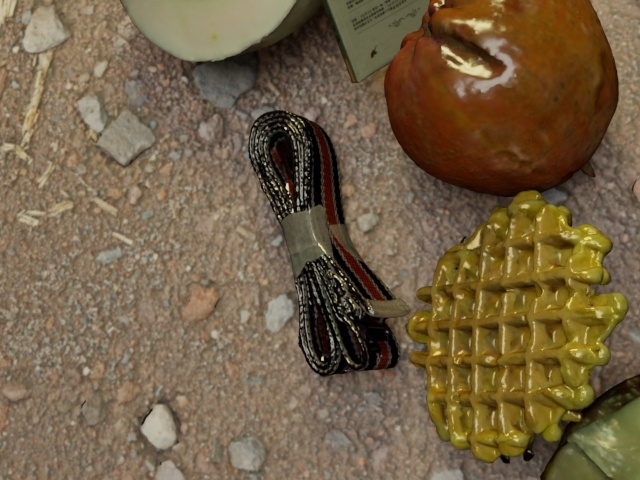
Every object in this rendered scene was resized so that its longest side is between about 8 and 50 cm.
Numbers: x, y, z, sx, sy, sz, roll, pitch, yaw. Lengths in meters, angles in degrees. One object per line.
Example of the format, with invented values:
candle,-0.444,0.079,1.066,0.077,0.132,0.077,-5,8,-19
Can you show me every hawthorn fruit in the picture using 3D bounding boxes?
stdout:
hawthorn fruit,0.229,-0.168,1.166,0.298,0.277,0.277,39,91,-16

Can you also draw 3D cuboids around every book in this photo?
book,0.075,-0.354,1.189,0.201,0.289,0.026,-32,34,-16

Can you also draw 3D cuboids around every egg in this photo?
egg,-0.094,-0.392,1.303,0.337,0.201,0.337,7,102,33

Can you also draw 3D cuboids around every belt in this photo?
belt,0.000,0.000,1.258,0.126,0.094,0.359,-31,70,32

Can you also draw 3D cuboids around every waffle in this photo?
waffle,0.206,0.091,1.118,0.062,0.329,0.329,12,81,-29

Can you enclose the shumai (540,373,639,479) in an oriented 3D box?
shumai,0.398,0.296,1.032,0.397,0.324,0.323,-47,57,-9
